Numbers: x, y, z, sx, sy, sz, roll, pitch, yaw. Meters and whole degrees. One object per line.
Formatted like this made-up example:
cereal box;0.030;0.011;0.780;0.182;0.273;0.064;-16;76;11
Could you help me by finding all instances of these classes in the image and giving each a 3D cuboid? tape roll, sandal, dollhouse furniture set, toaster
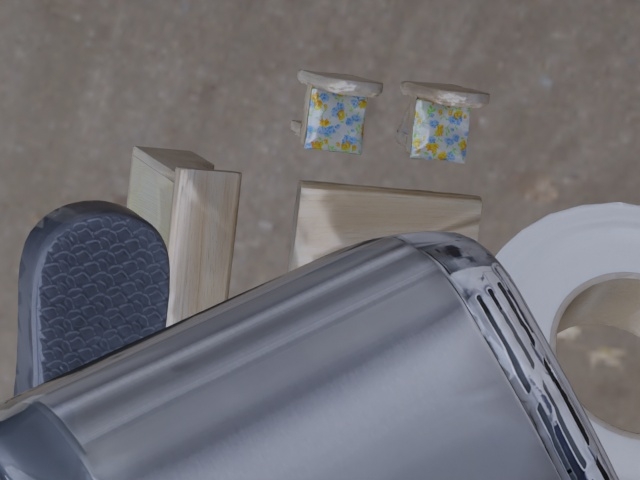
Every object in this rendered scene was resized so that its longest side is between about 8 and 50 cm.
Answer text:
tape roll;0.249;0.112;1.402;0.286;0.286;0.100;14;150;-2
sandal;-0.127;0.103;0.862;0.097;0.254;0.054;7;-168;-32
dollhouse furniture set;0.000;0.000;1.876;0.394;0.362;0.256;4;-171;-17
toaster;-0.001;0.095;0.466;0.227;0.146;0.129;63;156;-1
